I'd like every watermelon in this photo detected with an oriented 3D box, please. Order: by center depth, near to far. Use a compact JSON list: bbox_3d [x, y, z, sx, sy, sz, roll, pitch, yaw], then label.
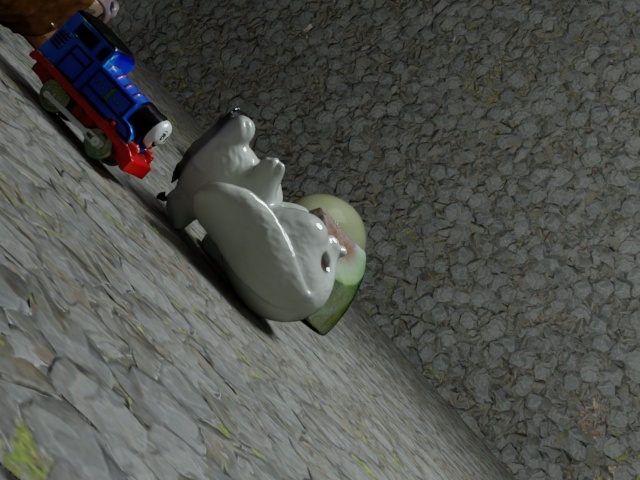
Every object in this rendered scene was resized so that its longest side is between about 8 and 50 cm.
[{"bbox_3d":[-0.023,0.072,1.761,0.232,0.193,0.310,66,19,10],"label":"watermelon"}]

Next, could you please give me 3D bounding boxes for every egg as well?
[{"bbox_3d":[0.000,0.000,2.120,0.219,0.219,0.269,47,2,12],"label":"egg"}]

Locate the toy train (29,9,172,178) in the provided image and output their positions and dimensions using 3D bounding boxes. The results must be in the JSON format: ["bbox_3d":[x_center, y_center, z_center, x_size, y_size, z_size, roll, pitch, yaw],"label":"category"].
[{"bbox_3d":[-0.281,-0.187,1.179,0.204,0.131,0.083,47,2,8],"label":"toy train"}]

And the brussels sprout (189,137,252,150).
[{"bbox_3d":[-0.242,-0.199,2.277,0.183,0.145,0.131,35,37,-52],"label":"brussels sprout"}]

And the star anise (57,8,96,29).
[{"bbox_3d":[-0.569,-0.535,1.845,0.292,0.109,0.349,56,12,-30],"label":"star anise"}]

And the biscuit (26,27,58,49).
[{"bbox_3d":[-0.447,-0.322,1.627,0.334,0.047,0.202,47,2,19],"label":"biscuit"}]

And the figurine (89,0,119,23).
[{"bbox_3d":[-0.604,-0.557,2.053,0.287,0.186,0.176,23,-27,-35],"label":"figurine"}]

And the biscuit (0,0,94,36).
[{"bbox_3d":[-0.514,-0.463,1.215,0.342,0.166,0.395,46,-1,18],"label":"biscuit"}]

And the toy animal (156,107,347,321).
[{"bbox_3d":[-0.100,-0.023,1.269,0.289,0.174,0.249,46,-10,36],"label":"toy animal"}]
